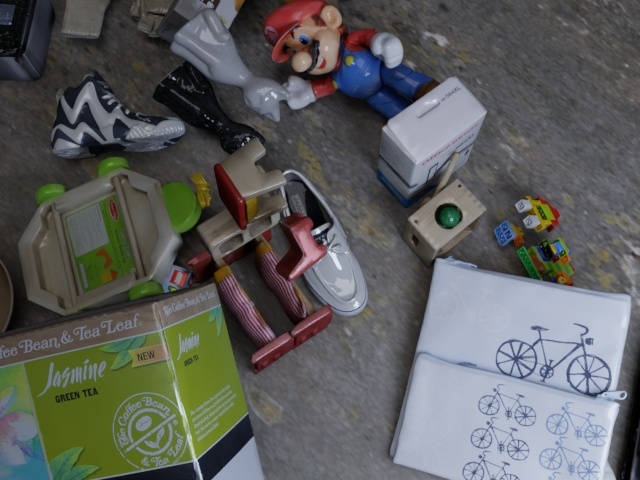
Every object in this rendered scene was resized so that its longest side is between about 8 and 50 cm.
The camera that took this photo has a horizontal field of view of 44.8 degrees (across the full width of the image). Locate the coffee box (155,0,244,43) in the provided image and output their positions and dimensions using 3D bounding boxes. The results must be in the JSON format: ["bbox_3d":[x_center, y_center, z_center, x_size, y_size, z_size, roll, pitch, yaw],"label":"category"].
[{"bbox_3d":[-0.183,-0.462,1.394,0.098,0.141,0.246,32,75,-22],"label":"coffee box"}]

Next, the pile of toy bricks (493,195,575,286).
[{"bbox_3d":[0.377,0.040,1.281,0.105,0.118,0.212,1,57,-34],"label":"pile of toy bricks"}]

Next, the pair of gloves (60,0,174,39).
[{"bbox_3d":[-0.366,-0.464,1.465,0.240,0.042,0.204,-3,69,-3],"label":"pair of gloves"}]

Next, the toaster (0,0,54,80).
[{"bbox_3d":[-0.587,-0.382,1.409,0.168,0.110,0.185,4,73,3],"label":"toaster"}]

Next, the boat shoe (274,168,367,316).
[{"bbox_3d":[0.000,0.000,1.295,0.096,0.088,0.267,-21,74,-5],"label":"boat shoe"}]

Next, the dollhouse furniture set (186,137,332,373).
[{"bbox_3d":[-0.095,0.043,1.140,0.152,0.374,0.201,-32,74,-12],"label":"dollhouse furniture set"}]

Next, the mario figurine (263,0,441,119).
[{"bbox_3d":[0.036,-0.282,1.325,0.320,0.170,0.198,32,102,0],"label":"mario figurine"}]

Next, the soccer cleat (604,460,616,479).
[{"bbox_3d":[0.352,0.368,1.197,0.196,0.068,0.076,-3,52,3],"label":"soccer cleat"}]

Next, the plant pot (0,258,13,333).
[{"bbox_3d":[-0.653,0.065,1.223,0.284,0.284,0.191,-40,42,-10],"label":"plant pot"}]

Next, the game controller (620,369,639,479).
[{"bbox_3d":[0.562,0.311,1.203,0.166,0.067,0.319,15,75,6],"label":"game controller"}]

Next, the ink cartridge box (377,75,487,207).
[{"bbox_3d":[0.177,-0.156,1.277,0.148,0.203,0.086,-37,76,-9],"label":"ink cartridge box"}]

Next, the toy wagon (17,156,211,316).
[{"bbox_3d":[-0.329,-0.007,1.281,0.344,0.068,0.267,-23,65,4],"label":"toy wagon"}]

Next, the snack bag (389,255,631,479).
[{"bbox_3d":[0.289,0.211,1.177,0.323,0.037,0.342,11,83,26],"label":"snack bag"}]

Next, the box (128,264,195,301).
[{"bbox_3d":[-0.300,0.131,1.291,0.114,0.036,0.207,18,75,6],"label":"box"}]

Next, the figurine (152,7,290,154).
[{"bbox_3d":[-0.158,-0.247,1.303,0.209,0.215,0.092,42,54,1],"label":"figurine"}]

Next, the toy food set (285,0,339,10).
[{"bbox_3d":[-0.005,-0.490,1.453,0.111,0.104,0.232,-11,55,12],"label":"toy food set"}]

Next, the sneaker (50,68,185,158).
[{"bbox_3d":[-0.360,-0.234,1.368,0.235,0.094,0.153,-8,82,9],"label":"sneaker"}]

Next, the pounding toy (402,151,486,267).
[{"bbox_3d":[0.201,-0.048,1.277,0.130,0.141,0.100,-39,76,-9],"label":"pounding toy"}]

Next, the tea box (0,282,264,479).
[{"bbox_3d":[-0.292,0.256,1.083,0.329,0.220,0.323,-15,90,13],"label":"tea box"}]
